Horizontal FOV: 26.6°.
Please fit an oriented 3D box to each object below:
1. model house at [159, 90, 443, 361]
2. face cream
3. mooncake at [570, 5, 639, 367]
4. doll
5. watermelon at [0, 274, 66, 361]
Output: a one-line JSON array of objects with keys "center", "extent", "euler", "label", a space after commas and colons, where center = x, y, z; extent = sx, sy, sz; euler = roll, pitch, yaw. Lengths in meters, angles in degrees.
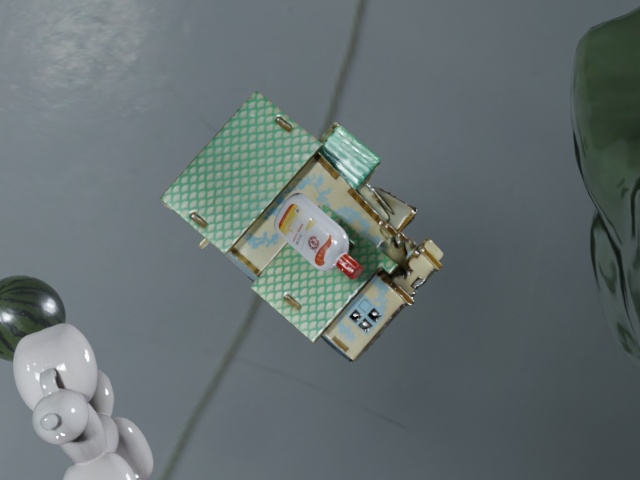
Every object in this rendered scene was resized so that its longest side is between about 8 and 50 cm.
[{"center": [-0.035, -0.036, 1.253], "extent": [0.178, 0.271, 0.206], "euler": [-48, 124, -1], "label": "model house"}, {"center": [0.000, 0.000, 1.061], "extent": [0.021, 0.083, 0.040], "euler": [-6, 132, -55], "label": "face cream"}, {"center": [0.118, 0.002, 0.308], "extent": [0.104, 0.175, 0.168], "euler": [-13, 82, 8], "label": "mooncake"}, {"center": [-0.170, 0.135, 0.974], "extent": [0.059, 0.161, 0.160], "euler": [-18, 105, 2], "label": "doll"}, {"center": [-0.367, 0.088, 1.615], "extent": [0.105, 0.105, 0.133], "euler": [-57, 138, -6], "label": "watermelon"}]
